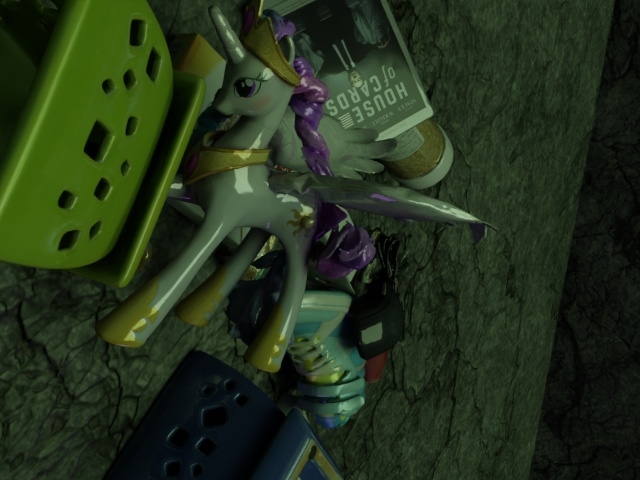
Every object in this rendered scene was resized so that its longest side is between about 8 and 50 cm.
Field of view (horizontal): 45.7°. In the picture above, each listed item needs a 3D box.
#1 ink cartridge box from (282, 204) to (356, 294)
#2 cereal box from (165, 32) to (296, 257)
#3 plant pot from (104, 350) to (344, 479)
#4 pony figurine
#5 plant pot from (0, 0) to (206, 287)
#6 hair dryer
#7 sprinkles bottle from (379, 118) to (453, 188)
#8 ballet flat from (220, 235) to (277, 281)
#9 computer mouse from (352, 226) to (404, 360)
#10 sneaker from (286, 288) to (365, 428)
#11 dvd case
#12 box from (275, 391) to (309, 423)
[{"bbox_3d":[0.000,0.000,1.146,0.061,0.104,0.181,-59,147,-24],"label":"ink cartridge box"},{"bbox_3d":[-0.122,-0.107,0.921,0.240,0.047,0.173,40,68,-46],"label":"cereal box"},{"bbox_3d":[-0.110,0.324,1.008,0.236,0.212,0.236,-56,145,-26],"label":"plant pot"},{"bbox_3d":[-0.036,-0.042,0.821,0.351,0.303,0.363,19,105,-38],"label":"pony figurine"},{"bbox_3d":[-0.237,-0.093,0.613,0.207,0.228,0.227,37,71,-64],"label":"plant pot"},{"bbox_3d":[0.124,0.128,1.429,0.224,0.080,0.293,12,94,-60],"label":"hair dryer"},{"bbox_3d":[0.104,-0.196,1.212,0.355,0.121,0.121,33,75,-58],"label":"sprinkles bottle"},{"bbox_3d":[-0.076,-0.043,1.043,0.067,0.073,0.206,38,66,-41],"label":"ballet flat"},{"bbox_3d":[0.106,0.075,1.223,0.262,0.060,0.184,-32,115,-70],"label":"computer mouse"},{"bbox_3d":[-0.005,0.184,1.166,0.319,0.127,0.208,22,71,-59],"label":"sneaker"},{"bbox_3d":[0.031,-0.232,1.003,0.179,0.029,0.238,-31,106,-14],"label":"dvd case"},{"bbox_3d":[-0.081,0.364,1.243,0.186,0.038,0.145,-49,140,-35],"label":"box"}]
